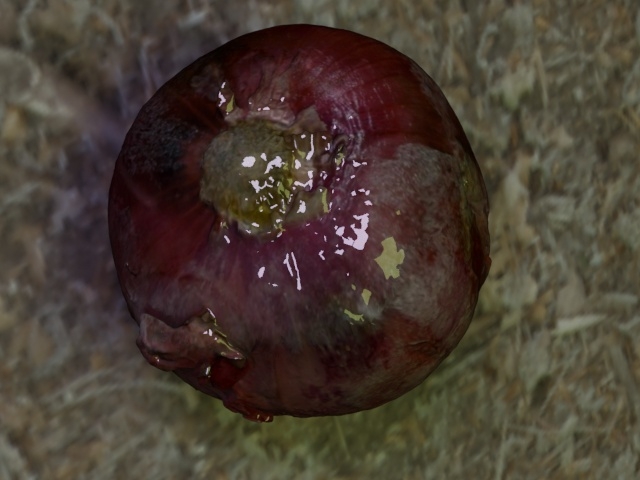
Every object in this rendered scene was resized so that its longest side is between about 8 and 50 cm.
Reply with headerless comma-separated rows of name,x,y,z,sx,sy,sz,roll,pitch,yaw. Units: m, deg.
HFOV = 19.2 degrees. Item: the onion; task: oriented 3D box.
onion,0.000,0.000,0.779,0.159,0.159,0.195,-67,160,-7
